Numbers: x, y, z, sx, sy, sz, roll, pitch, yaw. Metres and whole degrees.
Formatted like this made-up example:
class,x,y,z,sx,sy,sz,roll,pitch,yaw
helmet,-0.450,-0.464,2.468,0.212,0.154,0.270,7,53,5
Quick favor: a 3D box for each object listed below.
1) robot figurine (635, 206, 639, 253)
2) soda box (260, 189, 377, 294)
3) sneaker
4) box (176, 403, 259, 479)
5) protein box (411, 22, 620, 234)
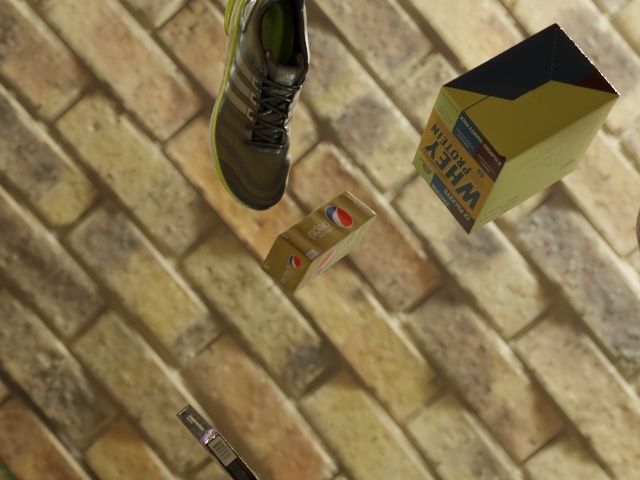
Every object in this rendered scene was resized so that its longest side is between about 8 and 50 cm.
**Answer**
class,x,y,z,sx,sy,sz,roll,pitch,yaw
robot figurine,0.482,0.028,1.678,0.173,0.209,0.278,31,32,-24
soda box,0.000,0.000,1.794,0.058,0.061,0.181,39,36,12
sneaker,-0.071,-0.186,1.717,0.111,0.300,0.121,0,4,-21
box,-0.129,0.281,1.800,0.116,0.029,0.162,53,-12,-18
protein box,0.255,-0.147,1.828,0.136,0.199,0.201,53,-22,17
